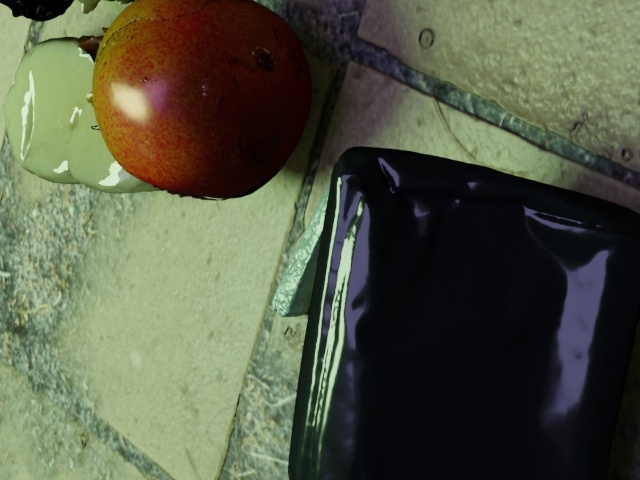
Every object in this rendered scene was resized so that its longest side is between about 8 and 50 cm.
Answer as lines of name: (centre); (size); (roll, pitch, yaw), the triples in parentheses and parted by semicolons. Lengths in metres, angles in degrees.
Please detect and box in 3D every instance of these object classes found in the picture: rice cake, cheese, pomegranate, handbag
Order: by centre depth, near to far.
handbag: (0.125, 0.083, 1.363); (0.178, 0.275, 0.302); (-81, 0, -81)
rice cake: (0.001, 0.000, 1.568); (0.029, 0.033, 0.171); (46, 121, 40)
pomegranate: (-0.121, -0.140, 1.569); (0.235, 0.210, 0.210); (13, 99, 28)
cheese: (-0.238, -0.134, 1.778); (0.263, 0.093, 0.159); (14, 95, 46)

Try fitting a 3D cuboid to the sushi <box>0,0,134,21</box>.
sushi: (-0.242, -0.336, 1.701); (0.218, 0.225, 0.239); (6, 115, 30)
